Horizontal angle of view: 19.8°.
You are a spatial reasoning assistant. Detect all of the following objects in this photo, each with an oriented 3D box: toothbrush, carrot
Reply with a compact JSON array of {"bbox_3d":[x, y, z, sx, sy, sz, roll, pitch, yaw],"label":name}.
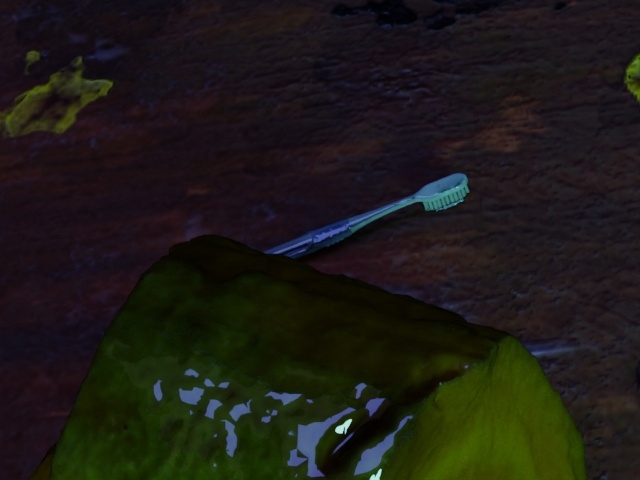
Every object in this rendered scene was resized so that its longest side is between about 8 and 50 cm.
[{"bbox_3d":[0.000,0.000,1.262,0.219,0.019,0.016,-21,49,2],"label":"toothbrush"},{"bbox_3d":[-0.040,0.126,1.045,0.340,0.241,0.241,14,60,24],"label":"carrot"}]
